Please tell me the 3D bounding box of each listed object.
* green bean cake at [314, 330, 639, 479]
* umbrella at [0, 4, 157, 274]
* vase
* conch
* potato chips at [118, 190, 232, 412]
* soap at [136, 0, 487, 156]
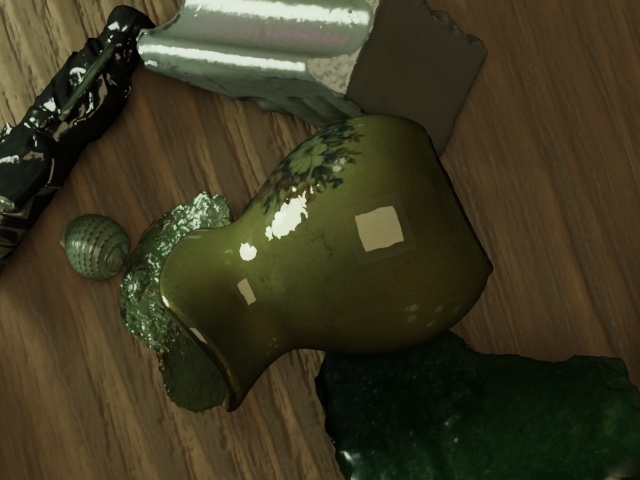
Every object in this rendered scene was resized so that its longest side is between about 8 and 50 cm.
[{"bbox_3d":[0.175,0.214,1.467,0.308,0.169,0.300,-19,42,1],"label":"green bean cake"},{"bbox_3d":[-0.309,-0.118,1.590,0.113,0.106,0.357,35,86,18],"label":"umbrella"},{"bbox_3d":[0.000,0.000,1.486,0.302,0.329,0.241,-26,117,7],"label":"vase"},{"bbox_3d":[-0.256,0.003,1.606,0.085,0.056,0.076,28,74,2],"label":"conch"},{"bbox_3d":[-0.139,0.073,1.598,0.167,0.059,0.228,-24,86,-11],"label":"potato chips"},{"bbox_3d":[-0.003,-0.211,1.598,0.302,0.258,0.159,15,87,35],"label":"soap"}]
